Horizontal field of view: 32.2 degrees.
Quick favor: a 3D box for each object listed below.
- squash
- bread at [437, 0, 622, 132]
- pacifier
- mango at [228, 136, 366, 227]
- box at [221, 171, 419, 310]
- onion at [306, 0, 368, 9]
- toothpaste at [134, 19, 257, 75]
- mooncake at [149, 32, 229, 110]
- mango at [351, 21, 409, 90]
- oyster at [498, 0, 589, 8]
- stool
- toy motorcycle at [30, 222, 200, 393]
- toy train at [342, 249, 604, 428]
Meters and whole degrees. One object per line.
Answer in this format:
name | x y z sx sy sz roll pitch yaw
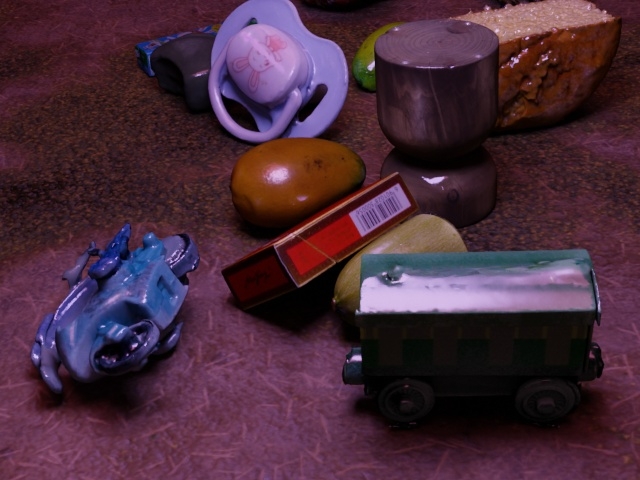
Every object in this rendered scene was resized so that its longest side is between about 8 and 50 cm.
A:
squash | 0.093 0.047 1.441 0.187 0.123 0.123 -28 40 -32
bread | 0.329 -0.291 1.880 0.340 0.178 0.194 -13 32 -8
pacifier | -0.059 -0.278 1.936 0.287 0.238 0.226 43 19 25
mango | -0.037 -0.093 1.674 0.221 0.120 0.152 -24 40 -38
box | 0.001 0.001 1.503 0.240 0.074 0.153 -31 8 -35
onion | 0.082 -0.583 2.385 0.272 0.195 0.272 -37 19 14
toothpaste | -0.233 -0.391 2.215 0.267 0.050 0.065 -19 33 -22
mooncake | -0.230 -0.307 2.039 0.169 0.104 0.175 -2 35 -2
mango | 0.131 -0.343 2.054 0.178 0.100 0.119 -35 46 -27
oyster | 0.424 -0.550 2.356 0.204 0.110 0.396 -7 28 -37
stool | 0.172 -0.173 1.633 0.179 0.264 0.179 -3 33 2
toy motorcycle | -0.261 0.090 1.411 0.206 0.154 0.260 -17 31 25
toy train | 0.173 0.109 1.262 0.301 0.202 0.120 -1 38 4
